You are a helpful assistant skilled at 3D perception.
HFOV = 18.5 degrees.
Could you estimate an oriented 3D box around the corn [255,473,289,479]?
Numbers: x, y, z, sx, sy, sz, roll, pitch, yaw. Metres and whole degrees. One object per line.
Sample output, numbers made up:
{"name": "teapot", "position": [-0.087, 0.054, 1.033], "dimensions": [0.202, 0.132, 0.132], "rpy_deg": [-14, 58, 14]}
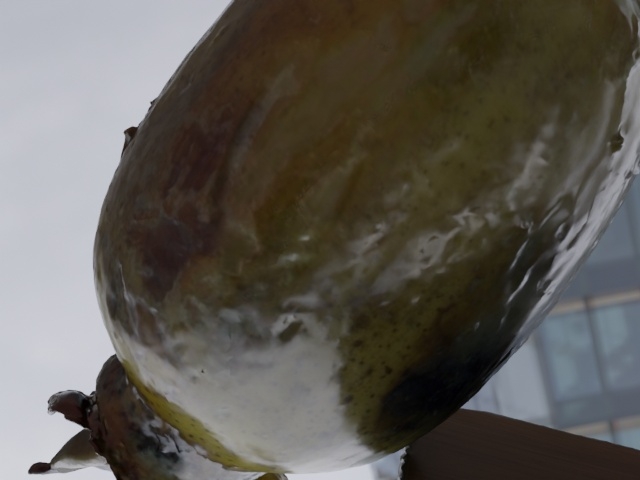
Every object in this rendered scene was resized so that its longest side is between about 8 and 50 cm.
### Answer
{"name": "corn", "position": [-0.062, 0.219, 0.909], "dimensions": [0.097, 0.261, 0.097], "rpy_deg": [9, -172, -1]}

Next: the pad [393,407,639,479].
{"name": "pad", "position": [0.155, 0.125, 0.573], "dimensions": [0.286, 0.018, 0.284], "rpy_deg": [13, -166, 4]}

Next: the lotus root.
{"name": "lotus root", "position": [0.001, 0.001, 0.639], "dimensions": [0.278, 0.154, 0.154], "rpy_deg": [-49, -153, 10]}
